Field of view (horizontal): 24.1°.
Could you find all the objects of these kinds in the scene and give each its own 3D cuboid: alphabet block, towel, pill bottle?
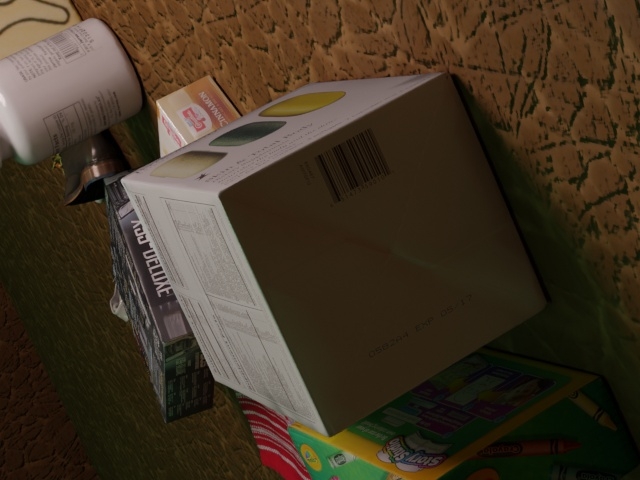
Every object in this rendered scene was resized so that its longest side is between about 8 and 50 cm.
[{"bbox_3d":[-0.438,-0.280,1.951,0.192,0.197,0.193,62,162,-1],"label":"alphabet block"},{"bbox_3d":[-0.077,0.208,1.980,0.199,0.031,0.275,22,138,62],"label":"towel"},{"bbox_3d":[-0.343,-0.165,1.808,0.131,0.229,0.131,52,160,28],"label":"pill bottle"}]

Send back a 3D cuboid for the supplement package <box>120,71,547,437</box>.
[{"bbox_3d":[0.000,0.000,1.175,0.198,0.199,0.263,65,162,-13],"label":"supplement package"}]

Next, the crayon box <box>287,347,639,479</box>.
[{"bbox_3d":[0.103,0.163,1.199,0.081,0.165,0.278,65,162,-12],"label":"crayon box"}]

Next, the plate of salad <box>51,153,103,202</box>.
[{"bbox_3d":[-0.385,-0.140,2.260,0.200,0.048,0.200,51,160,27],"label":"plate of salad"}]

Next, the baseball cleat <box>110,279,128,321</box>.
[{"bbox_3d":[-0.241,0.127,2.177,0.206,0.109,0.072,46,113,39],"label":"baseball cleat"}]

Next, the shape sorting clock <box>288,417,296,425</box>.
[{"bbox_3d":[0.023,0.283,1.803,0.206,0.040,0.206,52,160,27],"label":"shape sorting clock"}]

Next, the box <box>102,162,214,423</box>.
[{"bbox_3d":[-0.212,0.077,1.992,0.307,0.076,0.242,100,150,-63],"label":"box"}]

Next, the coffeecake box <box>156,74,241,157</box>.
[{"bbox_3d":[-0.107,-0.061,1.589,0.142,0.068,0.185,54,161,22],"label":"coffeecake box"}]

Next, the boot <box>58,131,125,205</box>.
[{"bbox_3d":[-0.332,-0.115,2.135,0.219,0.082,0.106,-28,79,65],"label":"boot"}]
